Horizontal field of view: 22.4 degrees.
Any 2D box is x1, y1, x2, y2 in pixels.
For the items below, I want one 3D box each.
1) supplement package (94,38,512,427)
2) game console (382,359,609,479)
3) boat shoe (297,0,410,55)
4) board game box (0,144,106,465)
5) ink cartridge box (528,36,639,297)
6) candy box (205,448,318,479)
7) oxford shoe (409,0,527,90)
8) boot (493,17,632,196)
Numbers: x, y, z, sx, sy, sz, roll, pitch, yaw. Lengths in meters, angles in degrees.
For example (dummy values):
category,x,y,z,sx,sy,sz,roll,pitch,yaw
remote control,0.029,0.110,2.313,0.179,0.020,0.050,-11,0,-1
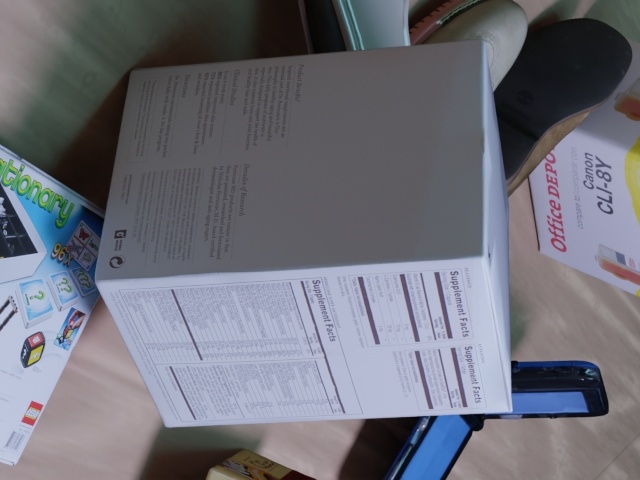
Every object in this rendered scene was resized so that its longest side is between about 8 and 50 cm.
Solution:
category,x,y,z,sx,sy,sz,roll,pitch,yaw
supplement package,0.000,0.000,1.177,0.198,0.262,0.199,73,17,-51
game console,0.197,0.242,1.831,0.293,0.250,0.173,48,42,-72
boat shoe,0.022,-0.173,1.321,0.112,0.095,0.335,-20,107,-43
board game box,-0.251,0.025,1.043,0.193,0.053,0.305,-64,152,-7
ink cartridge box,0.435,-0.046,1.848,0.160,0.384,0.279,-50,148,-24
candy box,-0.106,0.354,1.453,0.183,0.087,0.316,16,96,-82
oxford shoe,0.105,-0.076,1.494,0.397,0.146,0.140,-54,149,-23
boot,0.221,-0.129,1.737,0.305,0.112,0.115,-43,162,-30
